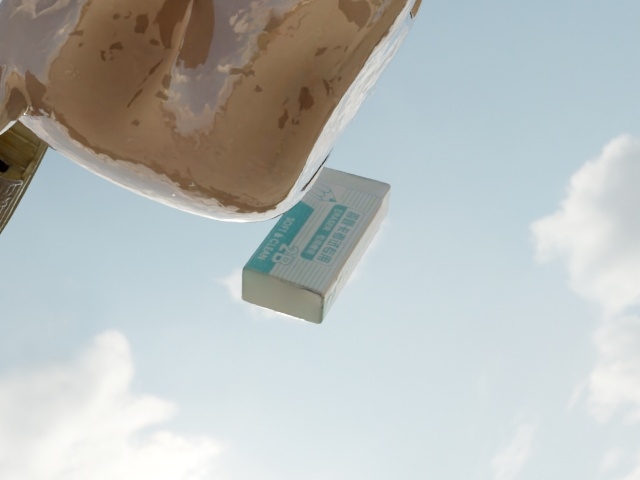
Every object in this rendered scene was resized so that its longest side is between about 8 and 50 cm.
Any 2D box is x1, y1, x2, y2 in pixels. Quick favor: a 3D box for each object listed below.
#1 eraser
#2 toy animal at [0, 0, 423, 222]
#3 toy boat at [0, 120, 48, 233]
[{"bbox_3d":[0.000,0.000,1.092,0.225,0.096,0.052,-56,-24,-49],"label":"eraser"},{"bbox_3d":[-0.085,-0.126,0.637,0.195,0.256,0.213,-46,-22,-73],"label":"toy animal"},{"bbox_3d":[-0.315,-0.052,0.927,0.068,0.088,0.226,33,-73,-12],"label":"toy boat"}]
